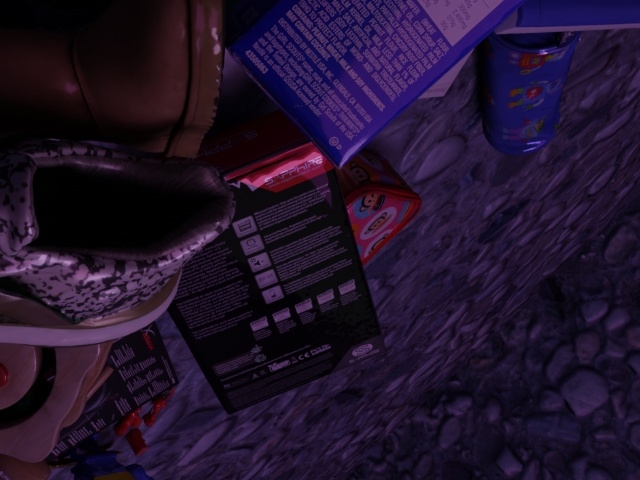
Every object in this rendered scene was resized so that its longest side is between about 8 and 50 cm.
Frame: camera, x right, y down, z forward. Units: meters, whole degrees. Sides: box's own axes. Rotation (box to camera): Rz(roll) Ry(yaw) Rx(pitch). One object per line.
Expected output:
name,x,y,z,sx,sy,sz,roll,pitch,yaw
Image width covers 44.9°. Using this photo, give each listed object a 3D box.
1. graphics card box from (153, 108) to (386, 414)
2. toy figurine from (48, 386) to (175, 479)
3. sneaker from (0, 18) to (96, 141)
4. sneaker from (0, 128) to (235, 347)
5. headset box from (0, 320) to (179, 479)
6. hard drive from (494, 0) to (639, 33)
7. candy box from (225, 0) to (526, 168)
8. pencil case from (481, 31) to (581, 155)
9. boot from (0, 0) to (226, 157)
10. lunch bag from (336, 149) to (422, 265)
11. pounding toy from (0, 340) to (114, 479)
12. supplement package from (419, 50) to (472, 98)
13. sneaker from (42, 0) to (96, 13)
graphics card box,-0.068,0.037,0.913,0.232,0.094,0.371,-23,133,-3
toy figurine,-0.327,0.371,1.183,0.191,0.217,0.362,-45,156,14
sneaker,-0.216,-0.125,0.602,0.258,0.094,0.091,-32,160,-12
sneaker,-0.219,-0.011,0.401,0.410,0.158,0.182,-9,169,-44
headset box,-0.338,0.175,0.946,0.293,0.110,0.218,-31,155,-17
hard drive,0.266,-0.328,0.810,0.318,0.210,0.040,-16,-175,-41
candy box,0.063,-0.241,0.562,0.317,0.268,0.122,-41,121,8
pencil case,0.292,-0.237,1.087,0.133,0.120,0.306,-16,157,5
boot,-0.197,-0.107,0.453,0.269,0.089,0.236,2,161,-15
lunch bag,0.000,0.000,1.120,0.293,0.120,0.258,-46,159,20
pounding toy,-0.297,0.116,0.780,0.270,0.154,0.155,-59,-177,19
supplement package,0.115,-0.252,0.830,0.105,0.105,0.179,-16,148,-42
sneaker,-0.104,-0.252,0.487,0.276,0.135,0.097,-42,154,6
